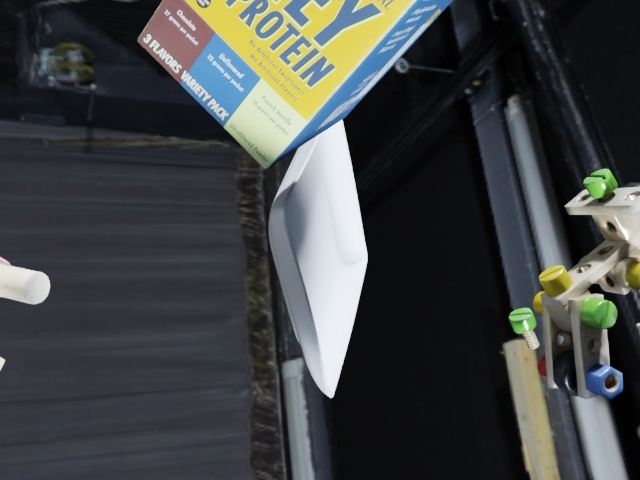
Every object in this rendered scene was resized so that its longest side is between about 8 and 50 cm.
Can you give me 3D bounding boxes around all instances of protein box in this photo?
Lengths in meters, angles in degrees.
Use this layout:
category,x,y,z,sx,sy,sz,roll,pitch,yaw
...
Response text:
category,x,y,z,sx,sy,sz,roll,pitch,yaw
protein box,0.008,-0.192,0.515,0.201,0.136,0.200,-45,-179,30

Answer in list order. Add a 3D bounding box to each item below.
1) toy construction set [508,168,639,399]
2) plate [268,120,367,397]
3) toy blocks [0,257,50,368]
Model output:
category,x,y,z,sx,sy,sz,roll,pitch,yaw
toy construction set,0.357,0.054,0.800,0.237,0.258,0.309,63,11,-15
plate,0.000,0.000,0.817,0.278,0.045,0.277,-71,153,-50
toy blocks,-0.544,0.094,0.748,0.288,0.260,0.308,54,50,-53
